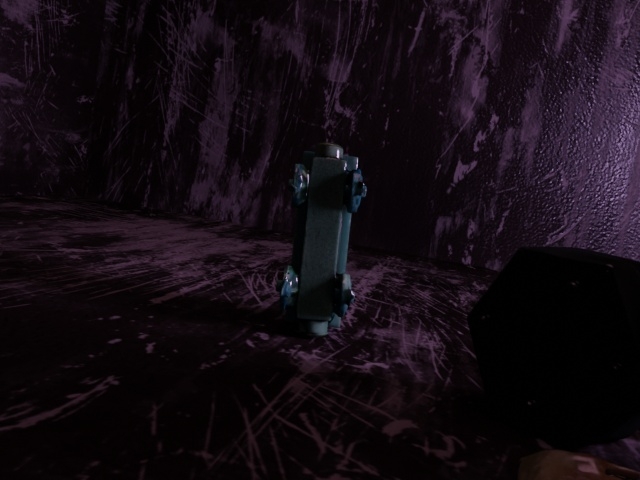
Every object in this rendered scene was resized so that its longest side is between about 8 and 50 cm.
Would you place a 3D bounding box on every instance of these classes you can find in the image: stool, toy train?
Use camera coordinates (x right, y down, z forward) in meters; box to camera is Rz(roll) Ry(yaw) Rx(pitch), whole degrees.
[{"bbox_3d":[0.293,0.116,0.825,0.141,0.232,0.232,6,6,-40],"label":"stool"},{"bbox_3d":[0.000,0.000,1.137,0.120,0.298,0.194,7,-2,-1],"label":"toy train"}]

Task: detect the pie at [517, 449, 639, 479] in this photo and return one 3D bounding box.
[{"bbox_3d":[0.289,0.223,0.443,0.337,0.075,0.337,13,9,-2],"label":"pie"}]
